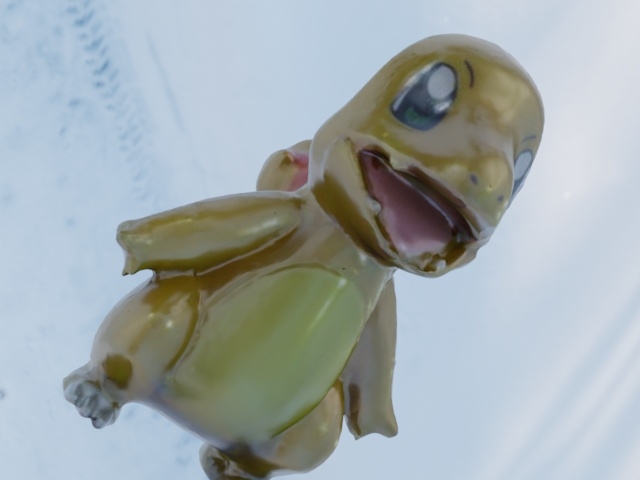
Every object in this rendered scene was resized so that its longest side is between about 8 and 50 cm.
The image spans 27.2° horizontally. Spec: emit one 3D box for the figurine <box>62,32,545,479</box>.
[{"bbox_3d":[0.001,-0.003,0.444,0.121,0.122,0.176,39,113,-22],"label":"figurine"}]
